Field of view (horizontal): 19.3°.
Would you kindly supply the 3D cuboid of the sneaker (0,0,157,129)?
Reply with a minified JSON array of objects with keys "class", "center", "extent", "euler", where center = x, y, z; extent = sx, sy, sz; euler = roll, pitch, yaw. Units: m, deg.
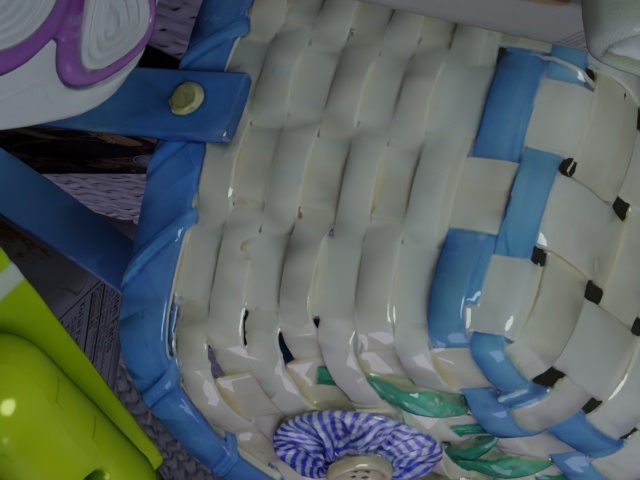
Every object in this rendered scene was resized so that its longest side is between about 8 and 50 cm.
[{"class":"sneaker","center":[-0.184,-0.117,0.524],"extent":[0.305,0.114,0.152],"euler":[19,180,-36]}]

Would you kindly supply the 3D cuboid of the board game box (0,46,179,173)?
[{"class":"board game box","center":[-0.166,-0.078,0.885],"extent":[0.165,0.042,0.243],"euler":[2,170,32]}]

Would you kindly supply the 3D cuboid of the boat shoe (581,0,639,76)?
[{"class":"boat shoe","center":[0.197,-0.064,0.506],"extent":[0.302,0.094,0.109],"euler":[10,171,-16]}]

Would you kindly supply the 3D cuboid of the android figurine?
[{"class":"android figurine","center":[-0.151,0.009,0.667],"extent":[0.248,0.056,0.273],"euler":[38,166,38]}]

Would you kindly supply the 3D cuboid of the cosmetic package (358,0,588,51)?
[{"class":"cosmetic package","center":[0.044,-0.096,0.545],"extent":[0.115,0.060,0.041],"euler":[9,170,-18]}]

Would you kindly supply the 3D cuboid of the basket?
[{"class":"basket","center":[0.000,0.000,0.703],"extent":[0.289,0.201,0.255],"euler":[8,162,38]}]

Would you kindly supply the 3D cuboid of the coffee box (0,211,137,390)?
[{"class":"coffee box","center":[-0.325,0.144,0.950],"extent":[0.337,0.338,0.334],"euler":[18,-154,12]}]
